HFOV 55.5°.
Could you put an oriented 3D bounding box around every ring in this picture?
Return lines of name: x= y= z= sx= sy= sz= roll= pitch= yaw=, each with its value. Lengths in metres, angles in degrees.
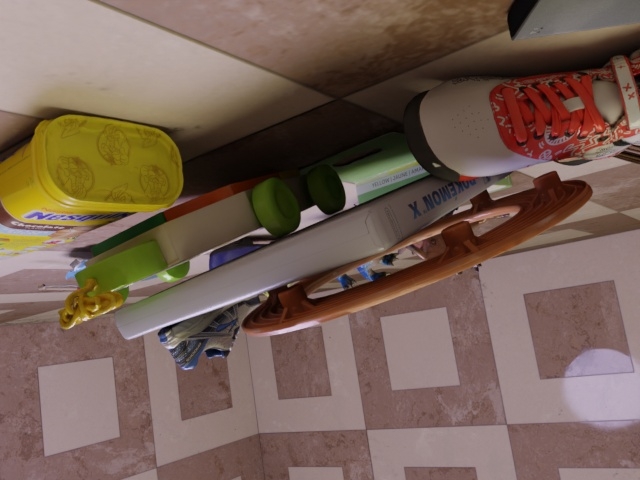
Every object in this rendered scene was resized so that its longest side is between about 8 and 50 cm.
ring: x=0.078 y=0.004 z=0.572 sx=0.337 sy=0.032 sz=0.336 roll=-24 pitch=-177 yaw=2

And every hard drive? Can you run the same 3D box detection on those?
hard drive: x=0.197 y=-0.163 z=0.378 sx=0.135 sy=0.022 sz=0.094 roll=-9 pitch=171 yaw=-1

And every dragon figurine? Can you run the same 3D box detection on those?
dragon figurine: x=0.037 y=0.012 z=1.071 sx=0.289 sy=0.085 sz=0.144 roll=-8 pitch=131 yaw=50

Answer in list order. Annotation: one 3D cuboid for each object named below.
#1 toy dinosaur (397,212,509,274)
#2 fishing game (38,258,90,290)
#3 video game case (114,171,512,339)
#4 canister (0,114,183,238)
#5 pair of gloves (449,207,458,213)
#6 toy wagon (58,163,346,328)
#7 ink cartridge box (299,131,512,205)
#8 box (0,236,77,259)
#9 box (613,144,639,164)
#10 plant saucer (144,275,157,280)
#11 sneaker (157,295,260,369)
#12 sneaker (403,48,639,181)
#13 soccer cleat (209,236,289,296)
toy dinosaur: x=0.182 y=-0.015 z=1.056 sx=0.201 sy=0.127 sz=0.296 roll=6 pitch=-179 yaw=-25
fishing game: x=-0.365 y=0.037 z=1.092 sx=0.264 sy=0.041 sz=0.189 roll=-21 pitch=169 yaw=18
video game case: x=0.000 y=0.000 z=0.621 sx=0.329 sy=0.036 sz=0.300 roll=-22 pitch=-177 yaw=38
canister: x=-0.226 y=-0.049 z=0.552 sx=0.170 sy=0.073 sz=0.126 roll=-14 pitch=171 yaw=40
pair of gloves: x=0.148 y=-0.039 z=0.835 sx=0.083 sy=0.010 sz=0.074 roll=-14 pitch=171 yaw=19
toy wagon: x=-0.135 y=0.000 z=0.645 sx=0.267 sy=0.068 sz=0.344 roll=-23 pitch=-178 yaw=27
ink cartridge box: x=0.106 y=-0.075 z=0.771 sx=0.235 sy=0.056 sz=0.171 roll=-3 pitch=171 yaw=-44
box: x=-0.391 y=-0.010 z=0.748 sx=0.179 sy=0.043 sz=0.105 roll=-10 pitch=171 yaw=25
box: x=0.492 y=-0.092 z=0.773 sx=0.201 sy=0.021 sz=0.164 roll=5 pitch=-163 yaw=-18
plant saucer: x=-0.301 y=0.051 z=1.117 sx=0.120 sy=0.021 sz=0.119 roll=-20 pitch=174 yaw=-2
sneaker: x=-0.112 y=0.096 z=0.655 sx=0.052 sy=0.058 sz=0.135 roll=-21 pitch=-176 yaw=41
sneaker: x=0.205 y=-0.114 z=0.502 sx=0.270 sy=0.090 sz=0.145 roll=-7 pitch=171 yaw=-36
soccer cleat: x=-0.078 y=0.053 z=1.196 sx=0.289 sy=0.121 sz=0.093 roll=-4 pitch=170 yaw=-27
